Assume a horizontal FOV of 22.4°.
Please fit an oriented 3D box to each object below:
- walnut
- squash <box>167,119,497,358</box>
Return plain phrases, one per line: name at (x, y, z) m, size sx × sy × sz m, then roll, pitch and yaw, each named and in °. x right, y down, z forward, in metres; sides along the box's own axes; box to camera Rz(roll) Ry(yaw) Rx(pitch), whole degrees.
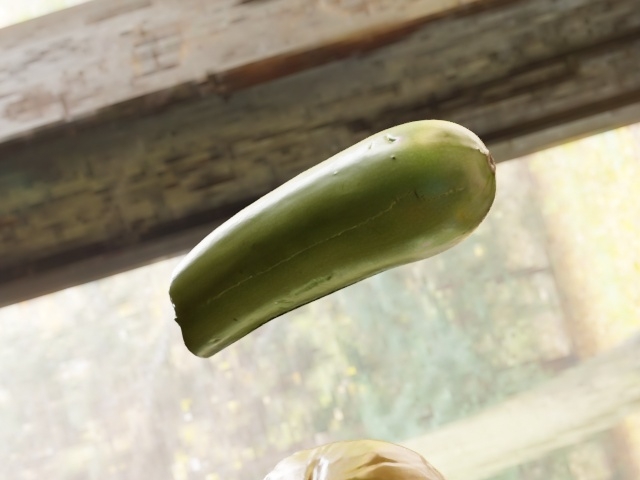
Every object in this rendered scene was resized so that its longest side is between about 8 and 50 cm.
walnut at (0.036, 0.266, 1.307) m, size 0.195 × 0.195 × 0.221 m, roll -100°, pitch -10°, yaw -56°
squash at (0.000, 0.000, 0.989) m, size 0.083 × 0.250 × 0.083 m, roll 35°, pitch -139°, yaw -37°
